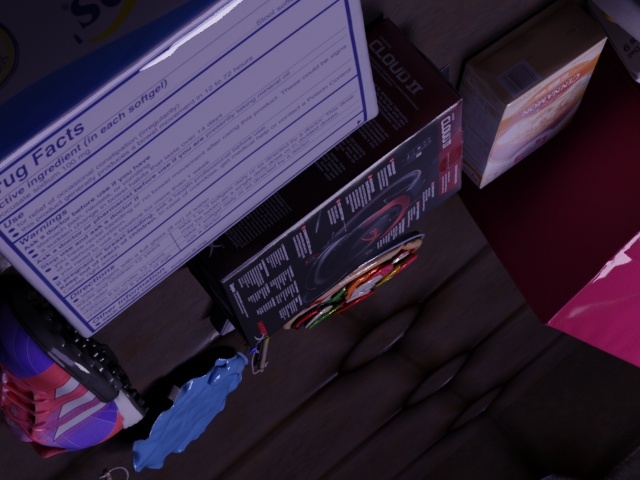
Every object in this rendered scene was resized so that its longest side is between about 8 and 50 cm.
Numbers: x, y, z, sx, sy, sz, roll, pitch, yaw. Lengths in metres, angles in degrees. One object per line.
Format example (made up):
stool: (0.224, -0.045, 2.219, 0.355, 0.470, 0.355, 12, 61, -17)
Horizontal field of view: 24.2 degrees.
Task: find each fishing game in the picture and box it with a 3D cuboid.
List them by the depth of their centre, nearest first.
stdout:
fishing game: (-0.158, 0.195, 1.735, 0.264, 0.041, 0.189, -43, 164, -19)

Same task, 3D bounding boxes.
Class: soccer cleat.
soccer cleat: (-0.239, 0.130, 1.321, 0.116, 0.108, 0.318, -34, 164, -6)

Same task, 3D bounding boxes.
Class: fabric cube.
fabric cube: (0.367, -0.034, 1.761, 0.258, 0.254, 0.259, 25, 118, -41)

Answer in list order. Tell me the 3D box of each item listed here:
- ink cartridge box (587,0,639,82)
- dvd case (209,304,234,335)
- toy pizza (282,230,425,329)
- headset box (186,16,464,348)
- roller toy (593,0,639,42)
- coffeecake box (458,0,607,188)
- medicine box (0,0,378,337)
ink cartridge box: (0.449, -0.233, 1.548, 0.289, 0.121, 0.211, 17, 129, -46)
dvd case: (0.000, 0.000, 1.600, 0.238, 0.029, 0.179, -26, 158, -36)
toy pizza: (0.039, 0.053, 1.726, 0.201, 0.032, 0.201, -31, 173, -4)
headset box: (0.009, -0.054, 1.360, 0.293, 0.110, 0.218, -37, 162, -7)
roller toy: (0.308, -0.257, 1.350, 0.191, 0.209, 0.146, 20, 121, -43)
coffeecake box: (0.215, -0.156, 1.597, 0.142, 0.068, 0.185, -35, 162, -17)
medicine box: (-0.116, -0.105, 0.934, 0.263, 0.149, 0.289, -38, 161, -7)
